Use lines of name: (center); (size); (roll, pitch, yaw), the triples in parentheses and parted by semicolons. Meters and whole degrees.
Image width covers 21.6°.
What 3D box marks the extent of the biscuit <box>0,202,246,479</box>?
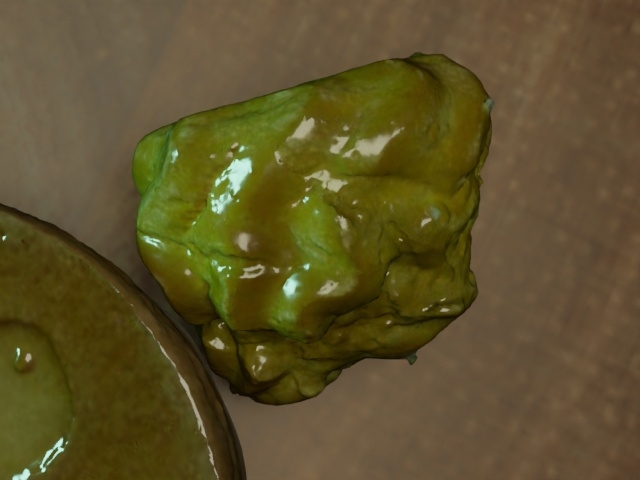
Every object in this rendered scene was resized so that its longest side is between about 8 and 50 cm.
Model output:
biscuit: (-0.116, 0.083, 0.611); (0.181, 0.049, 0.208); (-30, 86, 16)

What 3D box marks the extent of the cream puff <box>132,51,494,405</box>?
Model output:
cream puff: (0.000, 0.000, 0.614); (0.146, 0.146, 0.116); (-13, 91, -10)
